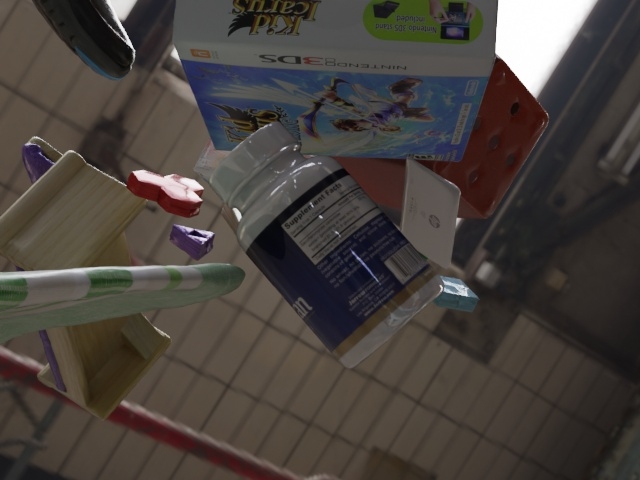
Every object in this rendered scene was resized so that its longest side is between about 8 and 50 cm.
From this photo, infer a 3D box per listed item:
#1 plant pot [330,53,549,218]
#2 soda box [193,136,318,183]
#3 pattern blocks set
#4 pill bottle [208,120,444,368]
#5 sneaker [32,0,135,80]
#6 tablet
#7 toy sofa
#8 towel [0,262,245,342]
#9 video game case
[{"bbox_3d":[0.164,-0.177,1.561,0.236,0.267,0.267,31,-3,41],"label":"plant pot"},{"bbox_3d":[-0.067,-0.084,1.349,0.183,0.062,0.058,15,-17,33],"label":"soda box"},{"bbox_3d":[-0.009,0.002,1.096,0.325,0.026,0.285,7,22,-35],"label":"pattern blocks set"},{"bbox_3d":[0.000,0.000,0.766,0.169,0.094,0.094,49,3,6],"label":"pill bottle"},{"bbox_3d":[-0.285,-0.342,1.196,0.340,0.140,0.125,62,-12,-18],"label":"sneaker"},{"bbox_3d":[0.084,-0.020,0.837,0.054,0.006,0.083,36,-37,31],"label":"tablet"},{"bbox_3d":[-0.308,0.055,1.322,0.177,0.150,0.362,29,-30,15],"label":"toy sofa"},{"bbox_3d":[-0.233,0.050,0.634,0.248,0.038,0.325,-11,-5,28],"label":"towel"},{"bbox_3d":[0.014,-0.137,0.929,0.245,0.061,0.269,4,-13,3],"label":"video game case"}]
